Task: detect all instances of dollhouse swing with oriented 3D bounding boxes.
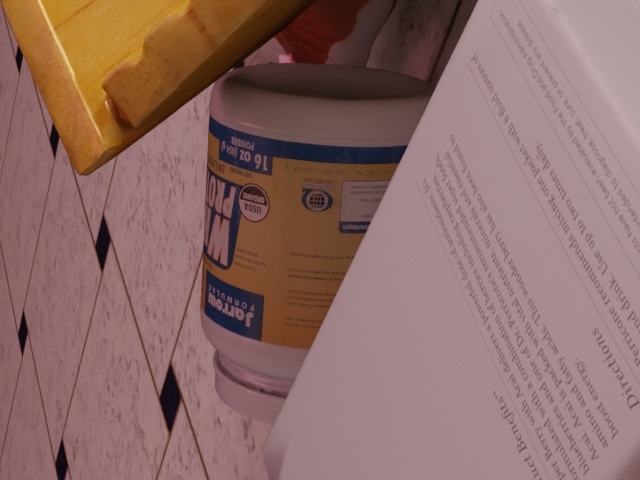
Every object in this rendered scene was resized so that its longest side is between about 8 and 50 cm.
[{"bbox_3d":[-0.047,-0.286,0.622,0.305,0.315,0.347,50,130,-6],"label":"dollhouse swing"}]

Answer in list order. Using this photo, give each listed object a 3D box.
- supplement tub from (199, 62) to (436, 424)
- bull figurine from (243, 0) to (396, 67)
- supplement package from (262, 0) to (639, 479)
[{"bbox_3d":[0.000,0.000,0.790,0.144,0.144,0.199,-142,53,-61],"label":"supplement tub"},{"bbox_3d":[0.005,-0.216,0.845,0.188,0.101,0.310,56,131,24],"label":"bull figurine"},{"bbox_3d":[0.115,0.063,0.499,0.177,0.175,0.293,-110,33,-40],"label":"supplement package"}]
